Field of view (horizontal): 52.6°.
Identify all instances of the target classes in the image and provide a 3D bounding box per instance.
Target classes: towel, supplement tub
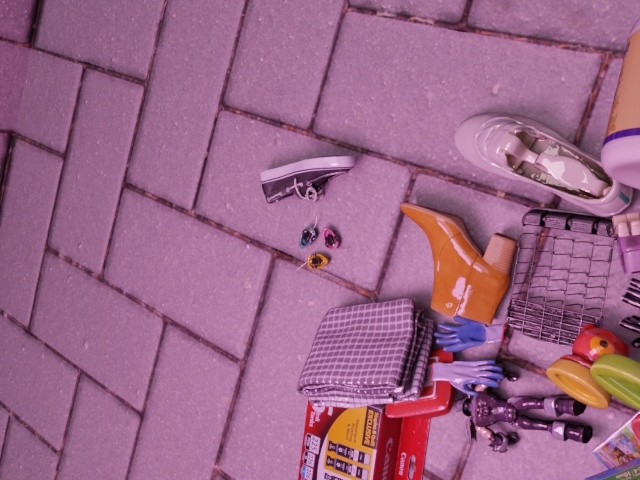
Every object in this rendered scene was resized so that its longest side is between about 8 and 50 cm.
[{"bbox_3d":[0.102,0.255,1.469,0.284,0.235,0.121,-12,128,34],"label":"towel"},{"bbox_3d":[0.635,-0.260,1.103,0.241,0.241,0.331,12,83,33],"label":"supplement tub"}]

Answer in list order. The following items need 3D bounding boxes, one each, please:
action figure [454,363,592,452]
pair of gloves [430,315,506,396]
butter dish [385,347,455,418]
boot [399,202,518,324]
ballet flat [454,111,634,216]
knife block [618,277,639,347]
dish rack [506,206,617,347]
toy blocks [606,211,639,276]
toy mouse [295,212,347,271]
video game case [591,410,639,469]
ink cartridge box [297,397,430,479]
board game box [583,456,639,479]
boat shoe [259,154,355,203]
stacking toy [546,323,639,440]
[{"bbox_3d":[0.409,0.361,1.359,0.285,0.099,0.185,-1,96,38],"label":"action figure"},{"bbox_3d":[0.317,0.245,1.394,0.159,0.023,0.198,-4,46,26],"label":"pair of gloves"},{"bbox_3d":[0.244,0.342,1.460,0.160,0.118,0.160,-20,38,33],"label":"butter dish"},{"bbox_3d":[0.275,0.050,1.442,0.295,0.104,0.211,25,104,28],"label":"boot"},{"bbox_3d":[0.438,-0.173,1.317,0.400,0.139,0.139,32,107,30],"label":"ballet flat"},{"bbox_3d":[0.700,0.147,1.165,0.276,0.088,0.242,-28,75,31],"label":"knife block"},{"bbox_3d":[0.492,0.075,1.318,0.208,0.074,0.271,12,98,34],"label":"dish rack"},{"bbox_3d":[0.662,0.055,1.044,0.309,0.288,0.260,-10,78,17],"label":"toy blocks"},{"bbox_3d":[0.000,0.000,1.668,0.161,0.031,0.143,-10,85,33],"label":"toy mouse"},{"bbox_3d":[0.632,0.405,1.254,0.119,0.015,0.166,48,114,24],"label":"video game case"},{"bbox_3d":[0.098,0.520,1.541,0.272,0.130,0.309,9,94,33],"label":"ink cartridge box"},{"bbox_3d":[0.605,0.519,1.196,0.160,0.039,0.211,-19,85,-5],"label":"board game box"},{"bbox_3d":[-0.034,-0.149,1.646,0.306,0.113,0.104,-8,91,36],"label":"boat shoe"},{"bbox_3d":[0.583,0.253,1.115,0.309,0.279,0.130,35,75,12],"label":"stacking toy"}]
